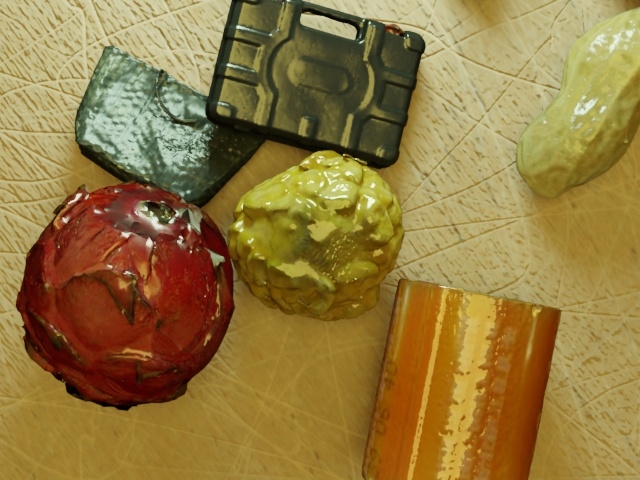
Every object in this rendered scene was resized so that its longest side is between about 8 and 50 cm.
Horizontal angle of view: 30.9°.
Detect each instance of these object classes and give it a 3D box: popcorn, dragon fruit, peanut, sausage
[{"bbox_3d":[0.000,0.000,1.603,0.250,0.190,0.250,2,100,12],"label":"popcorn"},{"bbox_3d":[-0.261,0.072,1.552,0.295,0.296,0.302,22,128,-1],"label":"dragon fruit"},{"bbox_3d":[0.396,-0.197,1.640,0.149,0.149,0.313,32,95,-1],"label":"peanut"},{"bbox_3d":[0.191,0.210,1.593,0.233,0.233,0.287,12,90,-1],"label":"sausage"}]

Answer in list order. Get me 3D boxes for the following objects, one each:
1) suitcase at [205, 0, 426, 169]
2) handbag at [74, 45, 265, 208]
[{"bbox_3d":[-0.007,-0.230,1.638,0.285,0.066,0.206,13,91,-14],"label":"suitcase"},{"bbox_3d":[-0.231,-0.154,1.665,0.270,0.088,0.175,31,82,-1],"label":"handbag"}]
